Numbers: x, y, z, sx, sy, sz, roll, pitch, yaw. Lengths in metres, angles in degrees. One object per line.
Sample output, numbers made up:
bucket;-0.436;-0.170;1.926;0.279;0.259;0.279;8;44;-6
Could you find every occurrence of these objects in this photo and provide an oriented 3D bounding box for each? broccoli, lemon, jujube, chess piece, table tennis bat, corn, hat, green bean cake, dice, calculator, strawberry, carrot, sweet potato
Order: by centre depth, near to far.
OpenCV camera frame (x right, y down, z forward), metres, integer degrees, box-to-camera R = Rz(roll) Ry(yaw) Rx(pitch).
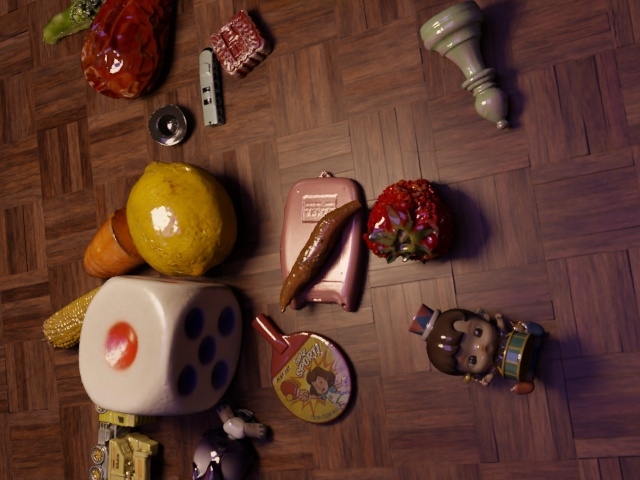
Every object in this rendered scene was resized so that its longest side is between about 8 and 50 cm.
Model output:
chess piece;0.327;-0.356;1.674;0.139;0.139;0.272;-28;87;24
strawberry;0.193;-0.047;1.695;0.187;0.184;0.201;-34;33;41
sweet potato;-0.015;0.031;1.792;0.066;0.072;0.314;34;96;14
calculator;0.000;0.000;1.852;0.220;0.048;0.330;-1;84;29
table tennis bat;-0.048;0.293;1.868;0.310;0.038;0.200;44;106;19
dice;-0.374;0.244;1.887;0.277;0.304;0.304;4;89;29
lemon;-0.335;-0.056;1.914;0.258;0.258;0.310;-34;79;22
green bean cake;-0.203;-0.492;1.983;0.135;0.056;0.135;-37;72;21
jujube;-0.496;-0.543;2.074;0.216;0.216;0.342;11;80;28
hat;-0.392;-0.302;2.074;0.121;0.050;0.121;-1;87;23
carrot;-0.550;0.024;2.089;0.225;0.159;0.159;-27;75;33
corn;-0.617;0.194;2.136;0.305;0.106;0.106;-31;73;18
broccoli;-0.681;-0.641;2.211;0.304;0.165;0.145;-26;82;35

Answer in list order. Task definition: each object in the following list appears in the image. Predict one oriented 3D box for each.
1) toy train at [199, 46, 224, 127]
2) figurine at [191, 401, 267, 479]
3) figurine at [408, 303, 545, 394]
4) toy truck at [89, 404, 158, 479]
toy train;-0.281;-0.396;2.024;0.043;0.047;0.207;-9;84;29
figurine;-0.227;0.517;1.892;0.145;0.145;0.222;28;99;26
figurine;0.311;0.212;1.612;0.275;0.158;0.161;7;81;27
toy truck;-0.491;0.512;2.033;0.157;0.124;0.272;3;89;28
